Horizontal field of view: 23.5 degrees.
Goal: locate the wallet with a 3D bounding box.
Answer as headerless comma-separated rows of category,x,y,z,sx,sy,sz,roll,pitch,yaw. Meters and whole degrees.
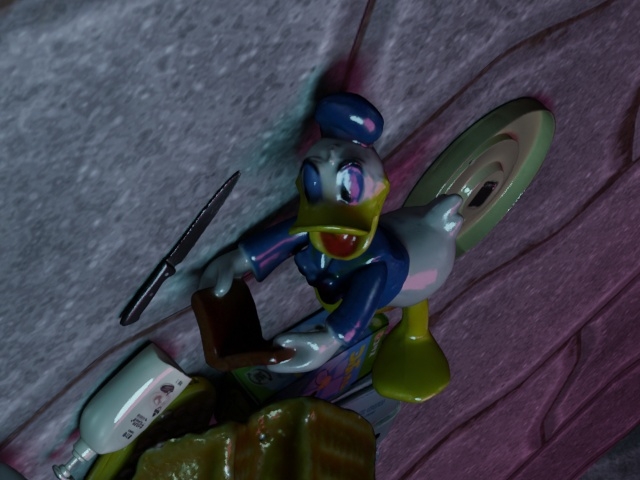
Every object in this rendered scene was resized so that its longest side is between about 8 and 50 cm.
wallet,0.012,0.227,1.856,0.176,0.075,0.250,-23,149,-31

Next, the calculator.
calculator,-0.182,0.230,1.568,0.146,0.032,0.235,-7,135,-56

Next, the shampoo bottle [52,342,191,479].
shampoo bottle,-0.191,0.164,1.422,0.152,0.045,0.077,-43,158,-3

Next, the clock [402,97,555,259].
clock,0.172,-0.057,1.695,0.235,0.029,0.235,-37,157,-19

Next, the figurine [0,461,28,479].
figurine,-0.313,0.300,1.331,0.236,0.133,0.176,-52,166,23

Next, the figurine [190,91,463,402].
figurine,0.000,0.000,1.385,0.283,0.204,0.338,-26,140,-24

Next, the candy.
candy,-0.020,0.139,1.656,0.194,0.062,0.097,-30,152,-33

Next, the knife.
knife,-0.119,0.008,1.324,0.170,0.010,0.023,-52,157,12

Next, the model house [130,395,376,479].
model house,-0.061,0.257,1.528,0.239,0.173,0.268,-53,138,8
